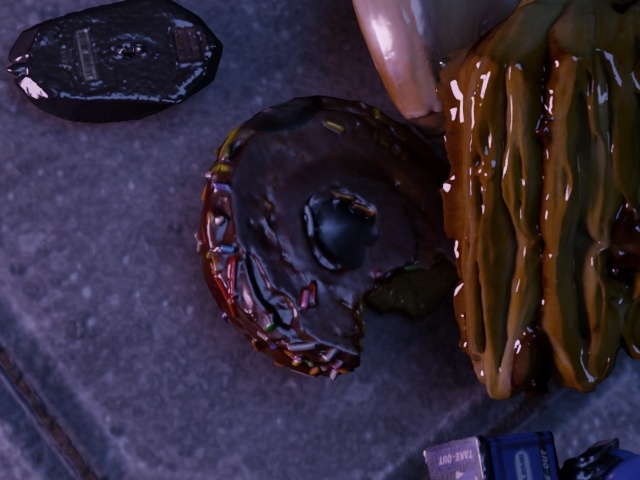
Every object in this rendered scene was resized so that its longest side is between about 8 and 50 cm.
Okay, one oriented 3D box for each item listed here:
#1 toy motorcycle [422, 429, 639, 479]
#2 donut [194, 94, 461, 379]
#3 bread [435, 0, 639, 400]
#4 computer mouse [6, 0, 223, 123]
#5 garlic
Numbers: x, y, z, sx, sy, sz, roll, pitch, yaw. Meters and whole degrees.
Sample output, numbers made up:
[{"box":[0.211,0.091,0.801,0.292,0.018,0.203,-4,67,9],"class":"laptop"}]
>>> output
[{"box":[0.193,0.319,1.339,0.213,0.125,0.358,-4,78,-26],"class":"toy motorcycle"},{"box":[0.001,-0.001,1.407,0.216,0.096,0.230,42,59,-1],"class":"donut"},{"box":[0.241,-0.063,1.416,0.370,0.192,0.314,-37,125,-58],"class":"bread"},{"box":[-0.163,-0.140,1.420,0.172,0.057,0.099,-7,74,-13],"class":"computer mouse"},{"box":[0.103,-0.185,1.481,0.217,0.110,0.228,33,37,-50],"class":"garlic"}]
